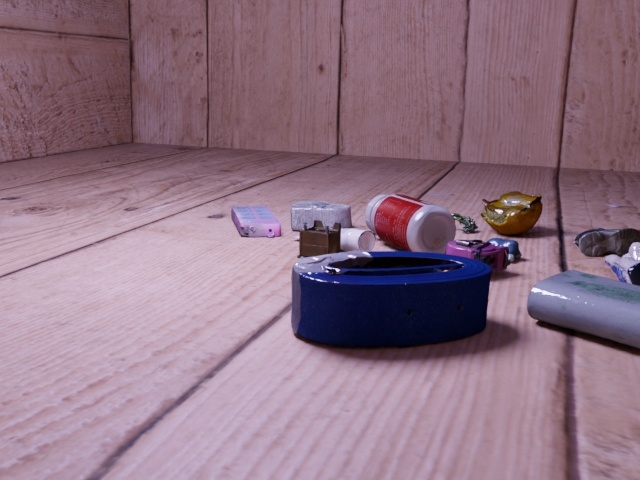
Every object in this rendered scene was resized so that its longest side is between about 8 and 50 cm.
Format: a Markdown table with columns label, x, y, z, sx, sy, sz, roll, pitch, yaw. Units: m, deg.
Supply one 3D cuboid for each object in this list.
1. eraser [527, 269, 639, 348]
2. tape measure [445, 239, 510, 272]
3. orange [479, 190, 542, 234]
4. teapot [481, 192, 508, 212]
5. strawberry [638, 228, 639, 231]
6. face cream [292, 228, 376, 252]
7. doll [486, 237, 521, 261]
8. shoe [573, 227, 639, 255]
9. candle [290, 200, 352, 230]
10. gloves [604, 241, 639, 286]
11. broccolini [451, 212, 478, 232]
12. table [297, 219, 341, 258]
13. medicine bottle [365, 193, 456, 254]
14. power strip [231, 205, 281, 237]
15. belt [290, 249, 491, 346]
| label | x | y | z | sx | sy | sz | roll | pitch | yaw |
| --- | --- | --- | --- | --- | --- | --- | --- | --- | --- |
| eraser | 0.498 | 0.118 | 1.248 | 0.174 | 0.081 | 0.227 | -9 | 17 | -41 |
| tape measure | 0.337 | 0.034 | 1.605 | 0.125 | 0.074 | 0.118 | -8 | 15 | -43 |
| orange | 0.529 | -0.071 | 2.001 | 0.170 | 0.112 | 0.160 | -19 | 17 | 22 |
| teapot | 0.556 | -0.107 | 2.224 | 0.129 | 0.078 | 0.098 | 6 | 14 | 21 |
| strawberry | 0.913 | -0.024 | 1.977 | 0.104 | 0.048 | 0.152 | 4 | 10 | 26 |
| face cream | 0.038 | -0.006 | 1.804 | 0.092 | 0.058 | 0.244 | -14 | 14 | -37 |
| doll | 0.435 | 0.020 | 1.740 | 0.083 | 0.050 | 0.076 | 9 | 11 | 37 |
| shoe | 0.708 | -0.002 | 1.821 | 0.169 | 0.071 | 0.099 | -4 | 11 | -6 |
| candle | -0.016 | -0.068 | 2.023 | 0.169 | 0.068 | 0.192 | -12 | 15 | -42 |
| gloves | 0.649 | 0.058 | 1.492 | 0.119 | 0.097 | 0.229 | 10 | 19 | 14 |
| broccolini | 0.342 | -0.054 | 2.038 | 0.194 | 0.052 | 0.054 | 6 | 10 | 20 |
| table | 0.000 | 0.000 | 1.697 | 0.083 | 0.082 | 0.070 | 9 | 14 | 31 |
| medicine bottle | 0.215 | -0.042 | 1.796 | 0.131 | 0.131 | 0.250 | -5 | 14 | -25 |
| power strip | -0.180 | -0.055 | 2.015 | 0.109 | 0.037 | 0.279 | -1 | 13 | -13 |
| belt | 0.121 | 0.091 | 1.246 | 0.347 | 0.117 | 0.212 | -2 | 15 | -17 |
